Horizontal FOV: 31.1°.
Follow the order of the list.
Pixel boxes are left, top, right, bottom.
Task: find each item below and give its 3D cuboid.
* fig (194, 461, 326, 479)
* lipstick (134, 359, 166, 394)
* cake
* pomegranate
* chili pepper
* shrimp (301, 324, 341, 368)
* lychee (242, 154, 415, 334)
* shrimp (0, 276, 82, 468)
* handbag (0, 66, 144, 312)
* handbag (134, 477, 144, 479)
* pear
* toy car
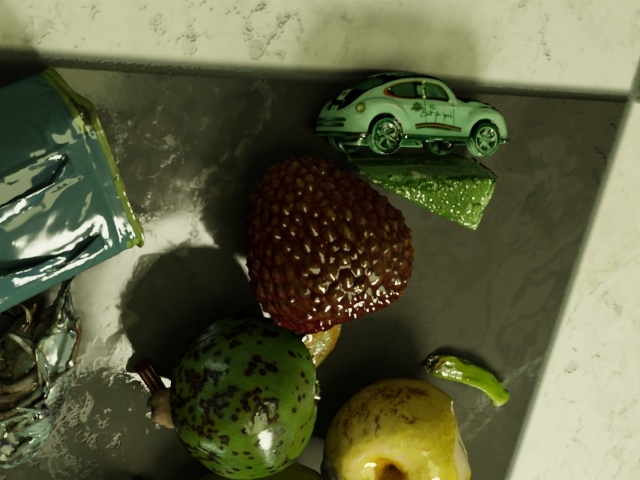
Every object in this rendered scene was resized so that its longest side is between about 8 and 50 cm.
[{"bbox_3d":[-0.101,0.464,1.889,0.271,0.239,0.239,27,103,-19],"label":"fig"},{"bbox_3d":[-0.244,0.255,1.823,0.027,0.027,0.176,-32,128,-8],"label":"lipstick"},{"bbox_3d":[0.146,-0.077,1.791,0.235,0.100,0.099,0,116,-28],"label":"cake"},{"bbox_3d":[-0.129,0.235,1.746,0.270,0.254,0.254,-9,128,18],"label":"pomegranate"},{"bbox_3d":[0.271,0.246,2.076,0.201,0.050,0.052,29,64,-34],"label":"chili pepper"},{"bbox_3d":[-0.030,0.192,1.879,0.190,0.042,0.101,-55,152,13],"label":"shrimp"},{"bbox_3d":[0.000,0.000,1.686,0.271,0.271,0.271,-13,122,-21],"label":"lychee"},{"bbox_3d":[-0.408,0.188,1.610,0.137,0.172,0.372,3,122,-23],"label":"shrimp"},{"bbox_3d":[-0.387,-0.062,1.452,0.241,0.222,0.263,-26,127,-18],"label":"handbag"},{"bbox_3d":[-0.303,0.515,1.830,0.216,0.203,0.074,-42,135,0],"label":"handbag"},{"bbox_3d":[0.136,0.354,1.937,0.271,0.271,0.271,-13,122,-21],"label":"pear"},{"bbox_3d":[0.141,-0.187,1.713,0.306,0.136,0.125,-3,96,-28],"label":"toy car"}]
